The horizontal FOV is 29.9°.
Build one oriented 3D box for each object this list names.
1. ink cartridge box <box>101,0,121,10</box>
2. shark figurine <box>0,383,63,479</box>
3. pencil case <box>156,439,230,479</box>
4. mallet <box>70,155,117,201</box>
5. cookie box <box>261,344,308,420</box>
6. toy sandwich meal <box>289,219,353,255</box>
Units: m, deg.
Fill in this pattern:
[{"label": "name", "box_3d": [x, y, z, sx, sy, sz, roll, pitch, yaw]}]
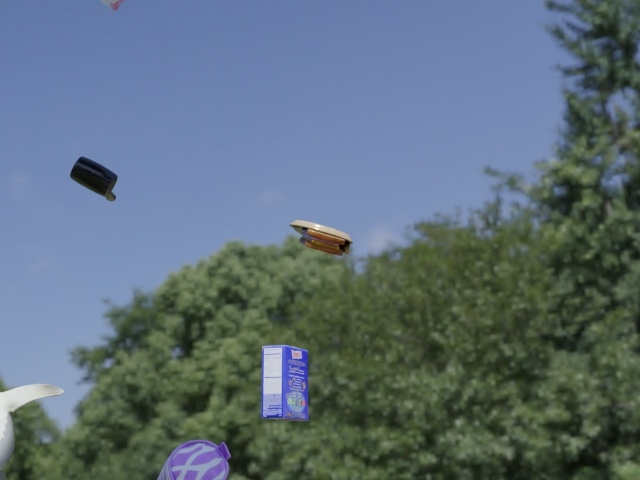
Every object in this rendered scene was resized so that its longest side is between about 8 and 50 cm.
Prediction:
[{"label": "ink cartridge box", "box_3d": [-0.233, -0.469, 1.589, 0.131, 0.306, 0.226, 36, -1, -9]}, {"label": "shark figurine", "box_3d": [-0.336, 0.228, 1.147, 0.166, 0.116, 0.278, -4, 22, 4]}, {"label": "pencil case", "box_3d": [-0.180, 0.338, 1.651, 0.088, 0.086, 0.206, -19, -17, -22]}, {"label": "mallet", "box_3d": [-0.312, -0.076, 1.750, 0.062, 0.039, 0.189, 28, -7, 9]}, {"label": "cookie box", "box_3d": [-0.052, 0.213, 1.784, 0.040, 0.107, 0.092, -4, -12, 22]}, {"label": "toy sandwich meal", "box_3d": [0.000, 0.000, 1.385, 0.086, 0.029, 0.085, 16, -5, 1]}]
